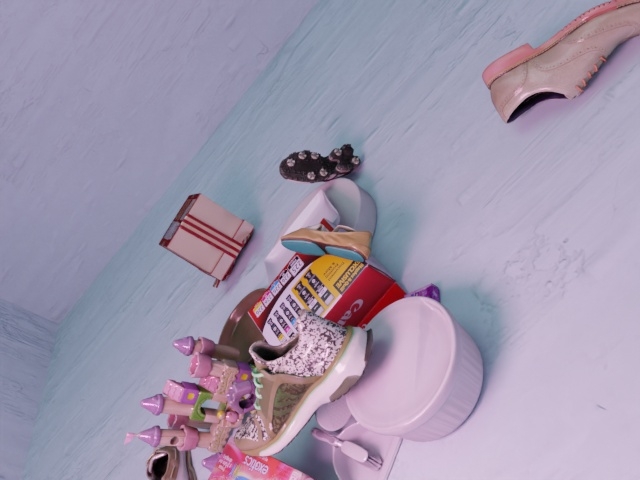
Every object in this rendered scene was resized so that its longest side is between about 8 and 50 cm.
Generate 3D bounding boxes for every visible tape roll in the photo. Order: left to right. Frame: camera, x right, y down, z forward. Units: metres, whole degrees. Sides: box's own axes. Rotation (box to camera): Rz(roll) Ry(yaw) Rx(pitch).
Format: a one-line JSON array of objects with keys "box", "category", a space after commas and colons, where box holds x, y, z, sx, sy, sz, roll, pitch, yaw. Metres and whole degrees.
[{"box": [0.000, 0.000, 1.712, 0.392, 0.072, 0.392, -36, 35, 31], "category": "tape roll"}]

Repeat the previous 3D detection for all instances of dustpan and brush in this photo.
[{"box": [0.056, 0.423, 1.216, 0.211, 0.060, 0.147, 1, 62, 57], "category": "dustpan and brush"}]

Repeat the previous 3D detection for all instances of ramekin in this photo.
[{"box": [0.183, 0.251, 1.130, 0.272, 0.127, 0.273, -38, 34, 31], "category": "ramekin"}]

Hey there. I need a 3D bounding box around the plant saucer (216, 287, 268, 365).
[{"box": [-0.215, 0.274, 1.792, 0.277, 0.041, 0.278, -38, 34, 31], "category": "plant saucer"}]

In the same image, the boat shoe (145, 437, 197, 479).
[{"box": [-0.436, 0.633, 1.698, 0.113, 0.103, 0.302, -58, 29, -4], "category": "boat shoe"}]

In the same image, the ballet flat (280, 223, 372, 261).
[{"box": [0.017, -0.001, 1.352, 0.232, 0.080, 0.073, 9, 65, 31], "category": "ballet flat"}]

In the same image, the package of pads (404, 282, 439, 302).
[{"box": [0.218, 0.131, 1.295, 0.083, 0.032, 0.050, -30, 41, 39], "category": "package of pads"}]

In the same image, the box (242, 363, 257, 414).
[{"box": [-0.171, 0.400, 1.598, 0.179, 0.043, 0.105, 10, 70, 61], "category": "box"}]

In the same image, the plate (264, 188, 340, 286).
[{"box": [-0.047, 0.007, 1.622, 0.278, 0.045, 0.277, -52, 18, 9], "category": "plate"}]

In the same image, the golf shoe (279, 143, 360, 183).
[{"box": [-0.009, -0.207, 1.787, 0.120, 0.272, 0.105, -45, 63, 54], "category": "golf shoe"}]

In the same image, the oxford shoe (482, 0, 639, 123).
[{"box": [0.547, -0.375, 1.253, 0.396, 0.140, 0.147, -24, 73, 37], "category": "oxford shoe"}]

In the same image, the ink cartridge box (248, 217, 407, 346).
[{"box": [0.016, 0.153, 1.413, 0.309, 0.130, 0.272, -52, 46, 9], "category": "ink cartridge box"}]

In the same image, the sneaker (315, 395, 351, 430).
[{"box": [0.074, 0.268, 1.304, 0.296, 0.104, 0.147, -50, 11, -12], "category": "sneaker"}]

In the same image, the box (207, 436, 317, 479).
[{"box": [-0.100, 0.535, 1.238, 0.299, 0.154, 0.142, -3, 53, 54], "category": "box"}]

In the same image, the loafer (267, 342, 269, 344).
[{"box": [-0.108, 0.301, 1.565, 0.076, 0.078, 0.223, -47, 30, 15], "category": "loafer"}]

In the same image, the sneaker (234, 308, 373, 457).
[{"box": [-0.077, 0.270, 1.188, 0.410, 0.182, 0.158, -49, 8, 27], "category": "sneaker"}]

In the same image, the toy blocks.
[{"box": [-0.329, 0.421, 1.528, 0.309, 0.259, 0.289, 34, 104, 58], "category": "toy blocks"}]

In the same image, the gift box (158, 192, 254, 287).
[{"box": [-0.394, 0.003, 2.101, 0.255, 0.258, 0.276, -59, 22, -5], "category": "gift box"}]
